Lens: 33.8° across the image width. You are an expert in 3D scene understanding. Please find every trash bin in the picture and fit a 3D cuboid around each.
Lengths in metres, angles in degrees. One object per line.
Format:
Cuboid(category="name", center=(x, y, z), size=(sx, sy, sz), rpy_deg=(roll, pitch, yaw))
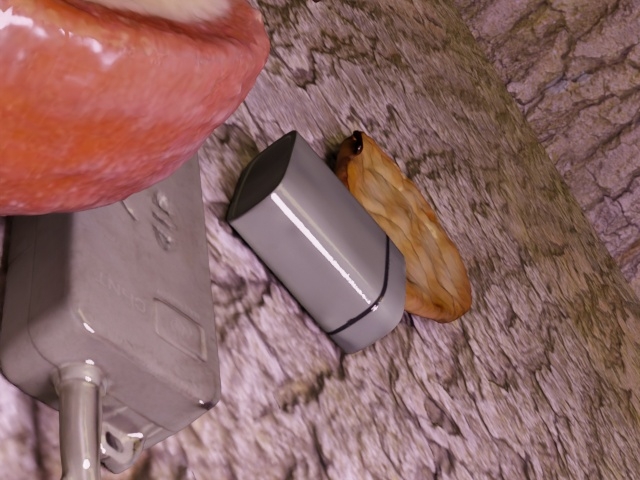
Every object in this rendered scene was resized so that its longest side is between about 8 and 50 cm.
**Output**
Cuboid(category="trash bin", center=(0.000, 0.000, 0.747), size=(0.130, 0.059, 0.116), rpy_deg=(49, 20, -19))

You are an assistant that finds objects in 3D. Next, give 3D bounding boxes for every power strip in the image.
Cuboid(category="power strip", center=(-0.100, 0.005, 0.505), size=(0.093, 0.053, 0.288), rpy_deg=(41, 24, -37))

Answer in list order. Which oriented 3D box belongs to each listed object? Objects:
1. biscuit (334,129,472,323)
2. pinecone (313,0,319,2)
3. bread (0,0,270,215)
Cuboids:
Cuboid(category="biscuit", center=(0.072, -0.008, 0.972), size=(0.203, 0.041, 0.260), rpy_deg=(57, 19, -9))
Cuboid(category="pinecone", center=(-0.070, -0.297, 0.797), size=(0.257, 0.243, 0.243), rpy_deg=(40, 16, 12))
Cuboid(category="bread", center=(-0.137, -0.094, 0.393), size=(0.244, 0.123, 0.190), rpy_deg=(-11, 60, -55))
